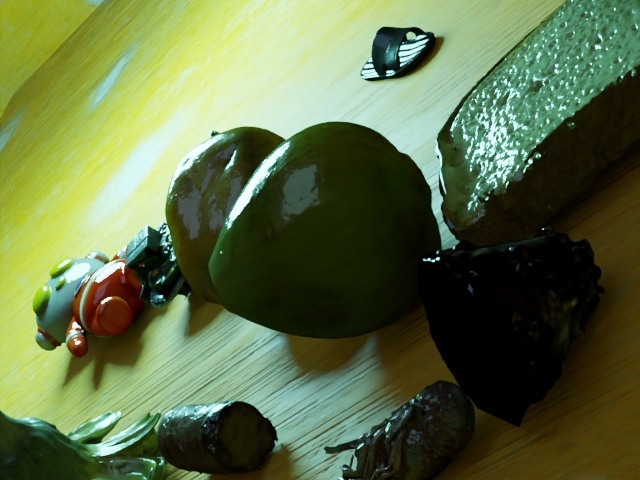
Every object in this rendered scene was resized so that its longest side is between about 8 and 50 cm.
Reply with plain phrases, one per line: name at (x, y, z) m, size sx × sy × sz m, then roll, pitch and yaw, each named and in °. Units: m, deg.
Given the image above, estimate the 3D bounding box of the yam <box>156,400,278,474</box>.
yam at (-0.110, 0.204, 1.514) m, size 0.141 × 0.079 × 0.079 m, roll -16°, pitch 42°, yaw 60°

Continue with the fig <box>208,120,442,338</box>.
fig at (0.009, 0.004, 1.415) m, size 0.230 × 0.207 × 0.207 m, roll -56°, pitch 20°, yaw 11°

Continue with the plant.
plant at (-0.328, 0.285, 1.648) m, size 0.306 × 0.297 × 0.261 m, roll -7°, pitch 67°, yaw 26°

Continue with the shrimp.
shrimp at (0.060, 0.178, 1.215) m, size 0.190 × 0.075 × 0.073 m, roll -48°, pitch 52°, yaw 43°

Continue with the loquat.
loquat at (-0.087, -0.024, 1.681) m, size 0.187 × 0.176 × 0.234 m, roll -37°, pitch 46°, yaw 37°

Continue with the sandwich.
sandwich at (0.216, -0.113, 1.311) m, size 0.251 × 0.087 × 0.226 m, roll -42°, pitch 25°, yaw 20°

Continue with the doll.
doll at (-0.342, 0.082, 2.147) m, size 0.336 × 0.105 × 0.200 m, roll -8°, pitch 49°, yaw 61°

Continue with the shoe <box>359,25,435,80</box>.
shoe at (0.082, -0.239, 1.839) m, size 0.062 × 0.053 × 0.159 m, roll -57°, pitch 18°, yaw -18°

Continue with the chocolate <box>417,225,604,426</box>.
chocolate at (0.164, 0.047, 1.143) m, size 0.133 × 0.156 × 0.156 m, roll -28°, pitch 16°, yaw -15°

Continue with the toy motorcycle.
toy motorcycle at (-0.146, -0.030, 1.896) m, size 0.274 × 0.125 × 0.187 m, roll -41°, pitch 34°, yaw 30°
